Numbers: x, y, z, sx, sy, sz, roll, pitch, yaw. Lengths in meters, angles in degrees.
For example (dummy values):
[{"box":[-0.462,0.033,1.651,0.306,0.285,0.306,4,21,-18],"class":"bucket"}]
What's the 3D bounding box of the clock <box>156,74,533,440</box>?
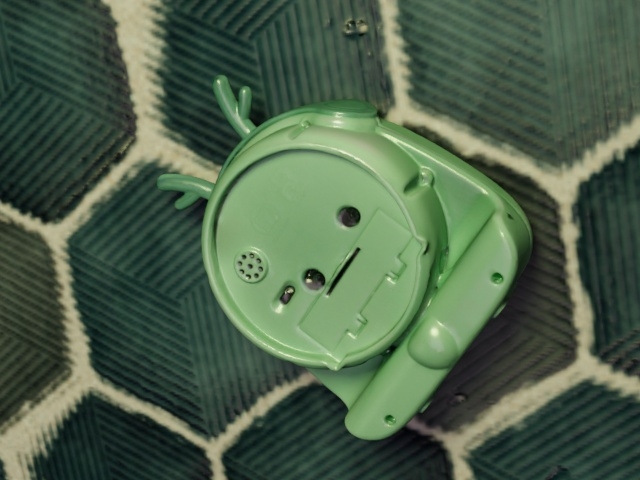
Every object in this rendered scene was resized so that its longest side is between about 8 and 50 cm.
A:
[{"box":[0.000,0.000,0.631,0.211,0.066,0.159,35,114,8],"class":"clock"}]
